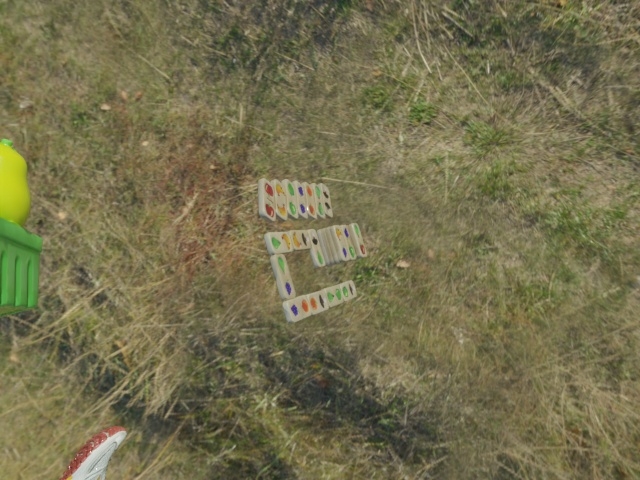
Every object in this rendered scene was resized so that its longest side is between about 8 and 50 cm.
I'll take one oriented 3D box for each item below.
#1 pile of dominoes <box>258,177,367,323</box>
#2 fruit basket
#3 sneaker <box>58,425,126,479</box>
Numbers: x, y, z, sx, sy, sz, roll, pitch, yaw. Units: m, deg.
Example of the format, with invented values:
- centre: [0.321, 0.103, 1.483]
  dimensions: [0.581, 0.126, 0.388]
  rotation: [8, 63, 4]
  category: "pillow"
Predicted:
- centre: [0.000, 0.000, 0.738]
  dimensions: [0.040, 0.251, 0.196]
  rotation: [-18, 85, 23]
  category: "pile of dominoes"
- centre: [-0.729, -0.021, 1.047]
  dimensions: [0.283, 0.392, 0.392]
  rotation: [-15, 96, -15]
  category: "fruit basket"
- centre: [-0.448, 0.465, 0.984]
  dimensions: [0.092, 0.225, 0.088]
  rotation: [41, 156, -20]
  category: "sneaker"
